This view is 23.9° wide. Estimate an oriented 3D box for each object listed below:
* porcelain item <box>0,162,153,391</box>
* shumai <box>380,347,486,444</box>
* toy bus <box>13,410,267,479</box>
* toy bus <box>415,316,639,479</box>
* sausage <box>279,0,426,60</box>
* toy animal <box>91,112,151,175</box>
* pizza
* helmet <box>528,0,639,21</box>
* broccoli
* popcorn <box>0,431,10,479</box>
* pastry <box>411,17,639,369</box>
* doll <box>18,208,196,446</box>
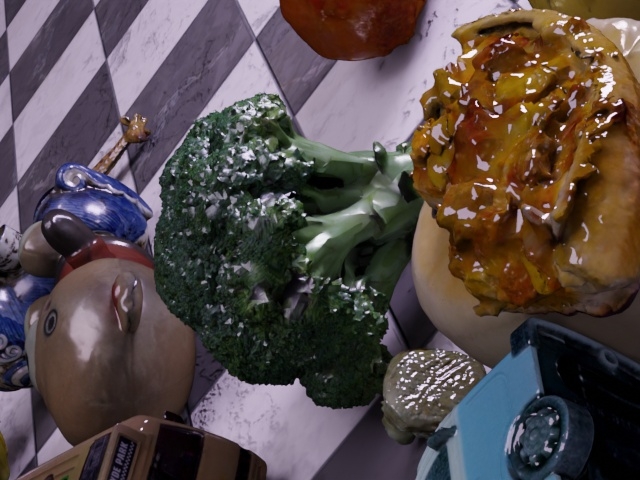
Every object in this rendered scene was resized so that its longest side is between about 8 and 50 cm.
[{"bbox_3d":[-0.331,0.039,1.771,0.288,0.186,0.138,-53,24,8],"label":"porcelain item"},{"bbox_3d":[0.076,0.123,1.093,0.083,0.082,0.080,-41,-27,-37],"label":"shumai"},{"bbox_3d":[-0.178,0.248,1.288,0.289,0.157,0.139,-29,38,47],"label":"toy bus"},{"bbox_3d":[0.132,0.194,0.815,0.165,0.133,0.271,-47,29,33],"label":"toy bus"},{"bbox_3d":[0.040,-0.299,1.502,0.141,0.153,0.268,99,180,-53],"label":"sausage"},{"bbox_3d":[-0.312,-0.047,1.988,0.275,0.054,0.149,-61,28,-6],"label":"toy animal"},{"bbox_3d":[0.113,-0.055,0.880,0.161,0.085,0.305,-46,29,16],"label":"pizza"},{"bbox_3d":[0.229,-0.239,1.119,0.205,0.140,0.257,5,69,63],"label":"helmet"},{"bbox_3d":[0.000,0.000,1.199,0.270,0.270,0.270,-22,30,0],"label":"broccoli"},{"bbox_3d":[-0.482,0.266,1.712,0.247,0.282,0.282,-47,24,-6],"label":"popcorn"},{"bbox_3d":[0.176,-0.024,0.971,0.265,0.133,0.265,-41,30,31],"label":"pastry"},{"bbox_3d":[-0.213,0.095,1.529,0.330,0.174,0.235,-123,37,-65],"label":"doll"}]
